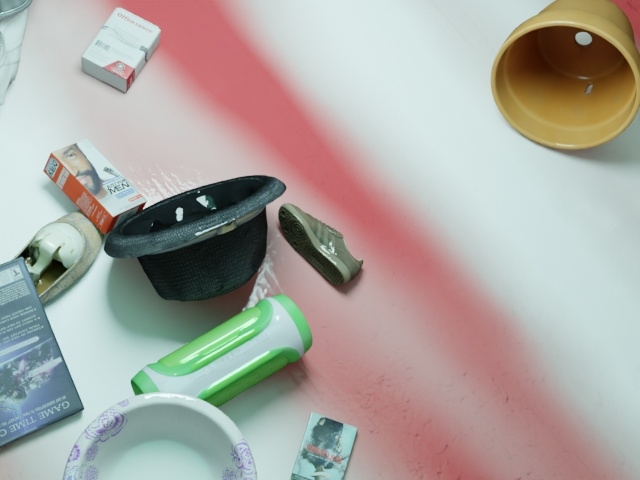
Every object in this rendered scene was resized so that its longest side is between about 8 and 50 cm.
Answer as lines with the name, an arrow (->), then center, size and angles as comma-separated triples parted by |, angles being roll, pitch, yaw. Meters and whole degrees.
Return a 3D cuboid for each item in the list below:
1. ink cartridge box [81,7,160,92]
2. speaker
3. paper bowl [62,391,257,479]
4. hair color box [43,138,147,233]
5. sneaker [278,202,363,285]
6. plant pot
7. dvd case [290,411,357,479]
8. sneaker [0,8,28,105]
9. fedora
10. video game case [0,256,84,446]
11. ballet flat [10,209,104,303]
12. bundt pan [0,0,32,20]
ink cartridge box -> -0.383, -0.367, 1.971 | 0.099, 0.056, 0.135 | 28, 65, 2
speaker -> -0.163, 0.206, 1.718 | 0.297, 0.131, 0.131 | -29, 75, -21
paper bowl -> -0.242, 0.379, 1.542 | 0.284, 0.148, 0.284 | 3, 72, -10
hair color box -> -0.403, -0.098, 1.831 | 0.167, 0.053, 0.093 | 43, 38, 10
sneaker -> 0.000, 0.000, 1.888 | 0.188, 0.066, 0.071 | 50, 50, 7
plant pot -> 0.504, -0.355, 2.034 | 0.291, 0.291, 0.203 | 27, 47, 2
dvd case -> 0.007, 0.362, 1.744 | 0.087, 0.013, 0.119 | 20, 65, -1
sneaker -> -0.606, -0.369, 1.903 | 0.111, 0.129, 0.297 | 1, 46, 4
fedora -> -0.199, 0.007, 1.766 | 0.334, 0.334, 0.152 | -22, 107, -19
video game case -> -0.523, 0.188, 1.646 | 0.196, 0.026, 0.274 | -23, 101, -19
ballet flat -> -0.480, 0.051, 1.737 | 0.108, 0.106, 0.316 | 35, 64, 5
bundt pan -> -0.681, -0.517, 1.878 | 0.331, 0.124, 0.330 | -1, 45, 1
